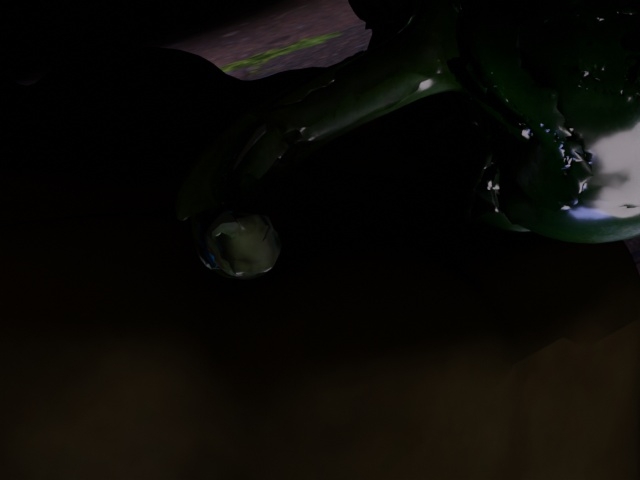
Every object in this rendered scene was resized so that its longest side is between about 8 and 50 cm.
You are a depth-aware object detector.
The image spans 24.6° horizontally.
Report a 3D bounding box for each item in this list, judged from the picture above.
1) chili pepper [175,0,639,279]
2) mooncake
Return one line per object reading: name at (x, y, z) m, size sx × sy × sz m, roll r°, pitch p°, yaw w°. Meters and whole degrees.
chili pepper at (0.067, -0.075, 0.490) m, size 0.261 × 0.165 × 0.174 m, roll -16°, pitch -162°, yaw -14°
mooncake at (-0.044, 0.043, 0.631) m, size 0.379 × 0.200 × 0.378 m, roll 3°, pitch -163°, yaw -1°
